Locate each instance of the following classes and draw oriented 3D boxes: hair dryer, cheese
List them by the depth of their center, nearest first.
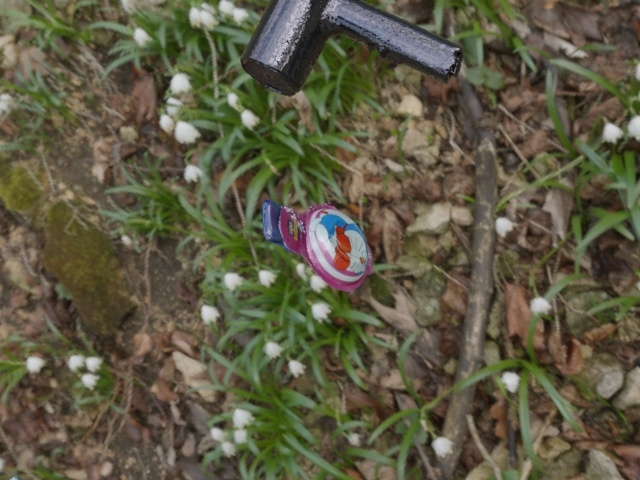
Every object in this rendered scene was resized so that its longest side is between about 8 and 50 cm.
[{"bbox_3d":[0.000,0.000,0.697,0.038,0.145,0.095,-30,53,38],"label":"cheese"},{"bbox_3d":[0.049,-0.246,0.846,0.251,0.089,0.197,26,84,19],"label":"hair dryer"}]

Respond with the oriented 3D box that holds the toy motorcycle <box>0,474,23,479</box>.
[{"bbox_3d":[-0.250,0.257,0.415,0.241,0.319,0.182,-30,13,-21],"label":"toy motorcycle"}]
